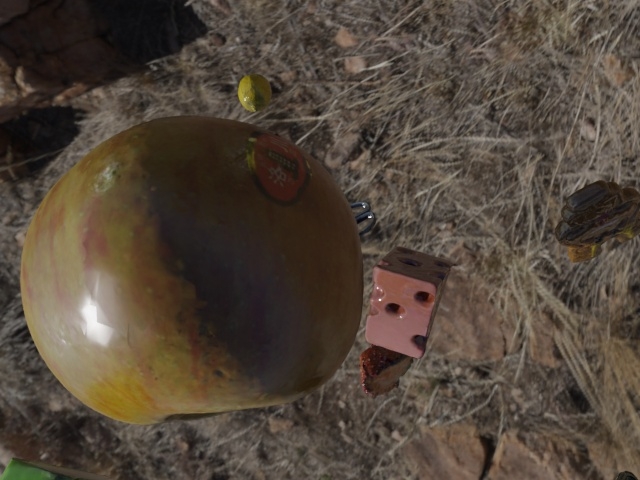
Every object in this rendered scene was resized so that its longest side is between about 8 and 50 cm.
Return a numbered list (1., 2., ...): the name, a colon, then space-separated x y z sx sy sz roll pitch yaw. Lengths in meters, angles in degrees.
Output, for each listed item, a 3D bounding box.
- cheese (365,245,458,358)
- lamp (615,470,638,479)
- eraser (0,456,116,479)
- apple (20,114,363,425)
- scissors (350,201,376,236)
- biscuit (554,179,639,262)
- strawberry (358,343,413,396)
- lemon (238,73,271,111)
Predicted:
1. cheese: 0.159 0.123 1.344 0.128 0.203 0.176 16 105 14
2. lamp: 0.558 0.459 1.075 0.283 0.203 0.124 7 126 29
3. eraser: -0.328 0.389 0.825 0.092 0.274 0.210 18 162 23
4. apple: -0.140 0.054 0.860 0.401 0.333 0.400 -5 148 -3
5. scissors: 0.000 0.000 1.822 0.300 0.109 0.022 -31 134 7
6. biscuit: 0.562 -0.034 1.475 0.186 0.295 0.044 -34 57 18
7. strawberry: 0.133 0.261 1.554 0.085 0.192 0.140 43 145 26
8. lemon: -0.161 -0.360 1.797 0.082 0.110 0.082 -4 142 -3
